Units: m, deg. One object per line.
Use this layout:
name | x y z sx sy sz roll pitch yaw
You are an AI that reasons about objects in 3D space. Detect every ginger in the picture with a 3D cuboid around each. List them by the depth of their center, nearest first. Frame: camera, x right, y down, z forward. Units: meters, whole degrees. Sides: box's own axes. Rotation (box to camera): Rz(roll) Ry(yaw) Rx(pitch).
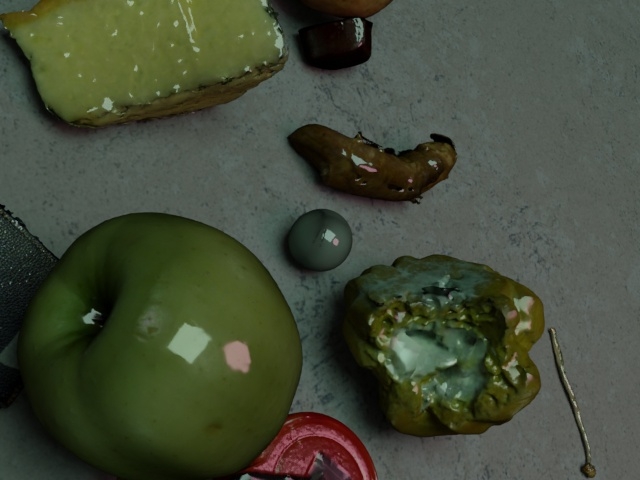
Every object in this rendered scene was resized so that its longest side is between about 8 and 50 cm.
ginger | 0.102 -0.132 1.717 0.309 0.107 0.133 2 85 -30

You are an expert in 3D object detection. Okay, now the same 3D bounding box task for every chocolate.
chocolate | 0.046 -0.350 1.764 0.148 0.125 0.080 -9 93 -40

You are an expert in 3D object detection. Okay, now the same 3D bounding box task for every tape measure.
tape measure | -0.037 0.368 1.417 0.253 0.114 0.260 42 54 -14

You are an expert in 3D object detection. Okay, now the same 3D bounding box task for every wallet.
wallet | -0.458 0.064 1.293 0.262 0.071 0.221 43 49 -17

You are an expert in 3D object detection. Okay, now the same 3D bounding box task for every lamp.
lamp | 0.000 0.000 1.596 0.105 0.105 0.105 13 65 -30

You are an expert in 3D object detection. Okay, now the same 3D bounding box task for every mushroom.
mushroom | 0.473 0.303 1.849 0.026 0.028 0.286 -12 74 7

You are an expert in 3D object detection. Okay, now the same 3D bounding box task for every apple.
apple | -0.190 0.142 1.251 0.357 0.357 0.357 13 65 -30

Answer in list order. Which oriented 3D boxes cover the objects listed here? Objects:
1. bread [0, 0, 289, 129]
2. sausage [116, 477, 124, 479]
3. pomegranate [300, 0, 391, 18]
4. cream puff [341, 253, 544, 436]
bread | -0.245 -0.314 1.461 0.315 0.279 0.248 -24 93 -50
sausage | -0.167 0.454 1.283 0.354 0.134 0.116 50 49 -8
pomegranate | 0.051 -0.531 1.737 0.281 0.281 0.281 13 65 -30
cream puff | 0.193 0.168 1.584 0.274 0.323 0.270 -60 152 -63
